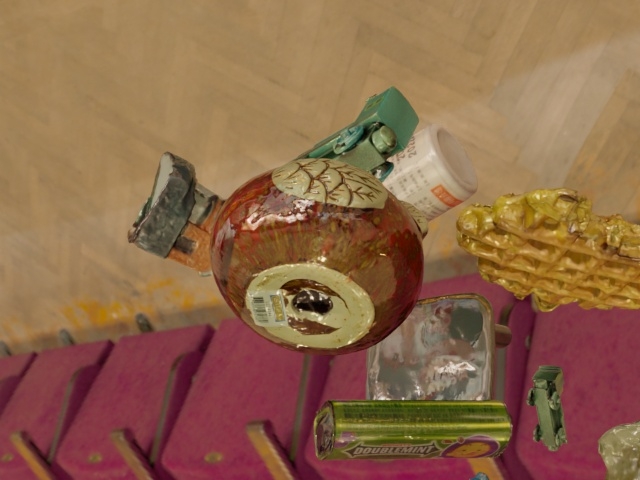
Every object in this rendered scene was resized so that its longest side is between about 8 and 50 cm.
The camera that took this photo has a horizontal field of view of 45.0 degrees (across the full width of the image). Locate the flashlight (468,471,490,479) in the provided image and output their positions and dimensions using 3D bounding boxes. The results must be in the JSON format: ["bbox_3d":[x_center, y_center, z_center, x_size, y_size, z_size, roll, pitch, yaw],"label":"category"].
[{"bbox_3d":[0.238,0.439,1.274,0.051,0.129,0.051,34,148,25],"label":"flashlight"}]

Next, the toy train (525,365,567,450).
[{"bbox_3d":[0.593,0.434,1.988,0.083,0.132,0.200,0,112,35],"label":"toy train"}]

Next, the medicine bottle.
[{"bbox_3d":[0.200,-0.122,1.997,0.371,0.211,0.211,-32,101,29],"label":"medicine bottle"}]

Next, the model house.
[{"bbox_3d":[-0.221,-0.022,1.530,0.291,0.184,0.253,33,179,-18],"label":"model house"}]

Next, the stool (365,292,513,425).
[{"bbox_3d":[0.289,0.308,1.819,0.310,0.310,0.226,-8,150,30],"label":"stool"}]

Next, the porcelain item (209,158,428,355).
[{"bbox_3d":[0.000,0.000,0.899,0.253,0.253,0.253,18,130,23],"label":"porcelain item"}]

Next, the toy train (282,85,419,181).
[{"bbox_3d":[0.044,-0.164,1.493,0.298,0.194,0.120,-25,115,41],"label":"toy train"}]

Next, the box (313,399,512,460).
[{"bbox_3d":[0.166,0.351,1.418,0.346,0.097,0.134,4,144,-15],"label":"box"}]

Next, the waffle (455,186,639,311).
[{"bbox_3d":[0.284,0.016,0.843,0.291,0.051,0.291,14,159,6],"label":"waffle"}]

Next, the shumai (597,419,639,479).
[{"bbox_3d":[0.703,0.546,1.693,0.330,0.292,0.288,-27,99,10],"label":"shumai"}]
